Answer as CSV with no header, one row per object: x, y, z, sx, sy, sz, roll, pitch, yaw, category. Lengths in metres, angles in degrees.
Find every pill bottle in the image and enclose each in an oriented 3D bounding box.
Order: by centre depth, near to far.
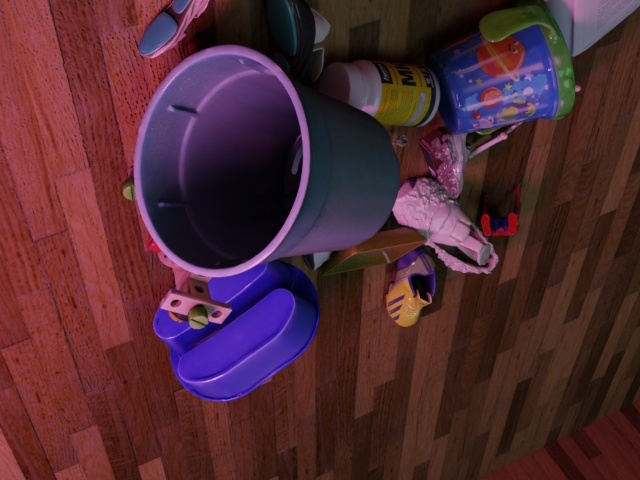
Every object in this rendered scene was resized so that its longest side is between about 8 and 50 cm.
0.108,-0.271,1.700,0.208,0.119,0.119,-3,133,-36,pill bottle

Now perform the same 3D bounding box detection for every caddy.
-0.167,0.171,1.873,0.341,0.241,0.179,-35,153,2,caddy

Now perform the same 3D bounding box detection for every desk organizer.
0.257,-0.178,1.982,0.050,0.047,0.130,-36,144,-3,desk organizer

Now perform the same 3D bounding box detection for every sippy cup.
0.332,-0.313,1.760,0.224,0.240,0.305,-20,121,-2,sippy cup

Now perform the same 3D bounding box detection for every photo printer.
0.509,-0.526,1.698,0.256,0.107,0.307,-40,144,-18,photo printer

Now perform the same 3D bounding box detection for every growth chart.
0.429,-0.254,1.979,0.237,0.021,0.172,-33,-179,-17,growth chart

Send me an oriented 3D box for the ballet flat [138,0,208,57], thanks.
-0.215,-0.343,1.427,0.168,0.057,0.052,-48,151,18,ballet flat

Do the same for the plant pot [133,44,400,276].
-0.061,-0.111,1.484,0.341,0.341,0.334,-51,153,22,plant pot

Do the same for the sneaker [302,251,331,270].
0.000,0.000,1.986,0.061,0.053,0.152,-27,150,-26,sneaker

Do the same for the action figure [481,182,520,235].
0.423,-0.074,2.159,0.091,0.139,0.280,-1,177,12,action figure

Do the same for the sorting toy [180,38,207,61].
-0.195,-0.281,1.508,0.042,0.061,0.102,-16,111,24,sorting toy

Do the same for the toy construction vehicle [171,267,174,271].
-0.241,0.035,1.845,0.098,0.035,0.086,-5,134,-34,toy construction vehicle

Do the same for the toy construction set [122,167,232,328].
-0.219,0.007,1.610,0.257,0.237,0.309,-24,136,17,toy construction set

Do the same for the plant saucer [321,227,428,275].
0.112,0.020,2.036,0.188,0.045,0.188,-10,168,-25,plant saucer

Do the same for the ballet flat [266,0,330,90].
-0.039,-0.331,1.554,0.096,0.095,0.280,-31,155,-22,ballet flat

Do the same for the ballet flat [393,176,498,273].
0.309,-0.024,2.118,0.147,0.147,0.409,-42,144,10,ballet flat

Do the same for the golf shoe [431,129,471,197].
0.289,-0.164,1.934,0.086,0.069,0.176,-37,145,-15,golf shoe

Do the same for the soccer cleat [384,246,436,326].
0.224,0.133,2.242,0.093,0.121,0.289,-20,142,-19,soccer cleat

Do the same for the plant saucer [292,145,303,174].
-0.119,-0.113,1.768,0.318,0.043,0.317,-21,142,-17,plant saucer

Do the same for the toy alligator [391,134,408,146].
0.088,-0.193,1.834,0.190,0.056,0.051,-4,176,-36,toy alligator
